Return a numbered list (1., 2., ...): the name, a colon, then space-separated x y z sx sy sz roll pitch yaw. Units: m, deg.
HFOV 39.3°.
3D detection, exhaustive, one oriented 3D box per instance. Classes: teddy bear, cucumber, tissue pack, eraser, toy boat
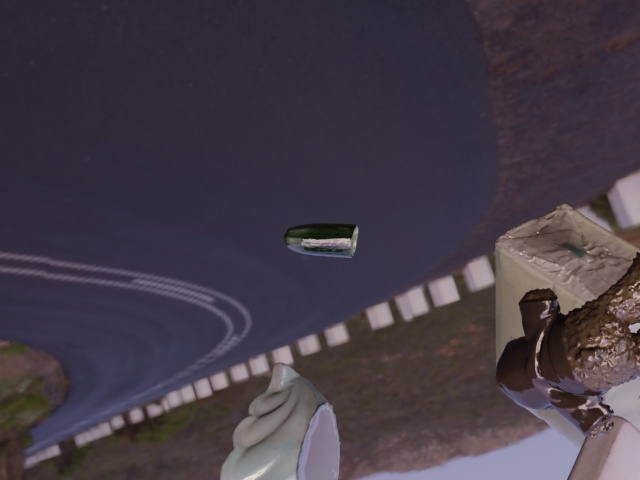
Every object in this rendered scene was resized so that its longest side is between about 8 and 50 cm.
1. teddy bear: 0.196 0.081 0.657 0.160 0.119 0.078 -35 165 33
2. cucumber: 0.000 0.000 1.253 0.105 0.048 0.048 2 175 3
3. tissue pack: 0.473 0.168 1.626 0.207 0.381 0.297 -29 -138 -23
4. eraser: 0.431 0.427 1.391 0.094 0.174 0.270 6 -128 47
5. toy boat: -0.042 0.311 1.207 0.100 0.290 0.199 -8 144 26
